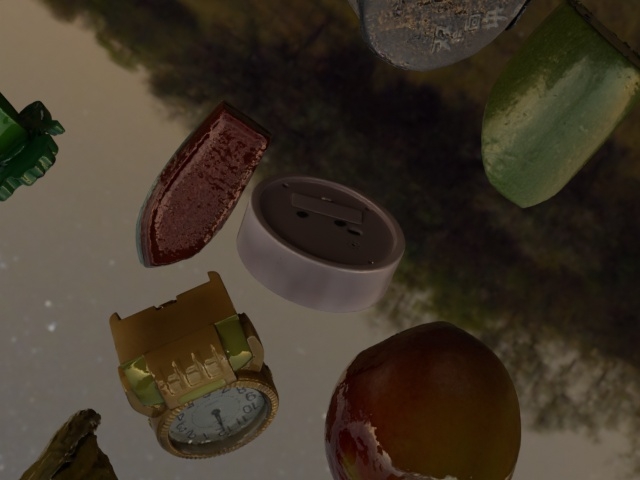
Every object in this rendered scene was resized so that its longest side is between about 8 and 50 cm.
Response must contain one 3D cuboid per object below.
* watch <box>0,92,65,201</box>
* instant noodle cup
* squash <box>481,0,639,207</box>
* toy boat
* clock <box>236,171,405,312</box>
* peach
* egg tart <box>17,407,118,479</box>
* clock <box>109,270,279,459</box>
[{"bbox_3d":[-0.426,-0.157,1.619,0.152,0.131,0.165,52,180,-37],"label":"watch"},{"bbox_3d":[0.096,-0.326,1.352,0.217,0.217,0.207,25,-156,-46],"label":"instant noodle cup"},{"bbox_3d":[0.332,-0.197,1.795,0.189,0.260,0.189,35,-160,-15],"label":"squash"},{"bbox_3d":[-0.222,-0.086,2.223,0.145,0.332,0.133,34,-175,-14],"label":"toy boat"},{"bbox_3d":[0.000,0.000,1.516,0.197,0.068,0.197,15,-147,-10],"label":"clock"},{"bbox_3d":[0.157,0.279,1.889,0.307,0.332,0.308,14,153,7],"label":"peach"},{"bbox_3d":[-0.394,0.413,1.806,0.132,0.345,0.345,35,-175,-1],"label":"egg tart"},{"bbox_3d":[-0.206,0.241,2.181,0.317,0.244,0.200,70,178,-48],"label":"clock"}]
